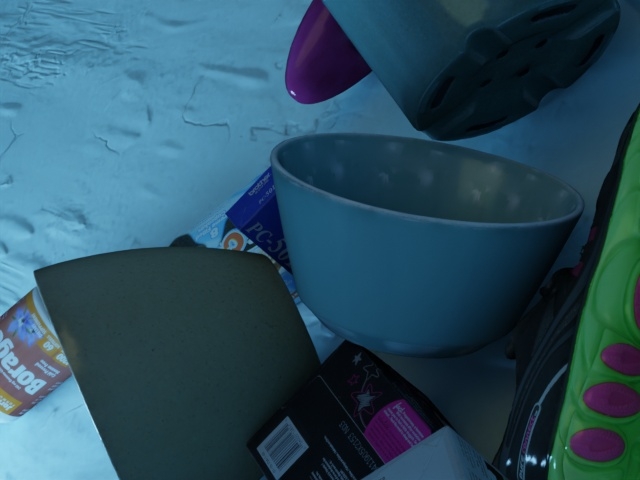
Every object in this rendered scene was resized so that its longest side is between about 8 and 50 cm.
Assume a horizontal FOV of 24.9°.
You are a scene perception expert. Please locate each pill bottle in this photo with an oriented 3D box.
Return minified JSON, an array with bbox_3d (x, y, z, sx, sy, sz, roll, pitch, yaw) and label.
[{"bbox_3d":[-0.403,0.163,1.911,0.216,0.121,0.121,-39,38,12],"label":"pill bottle"}]

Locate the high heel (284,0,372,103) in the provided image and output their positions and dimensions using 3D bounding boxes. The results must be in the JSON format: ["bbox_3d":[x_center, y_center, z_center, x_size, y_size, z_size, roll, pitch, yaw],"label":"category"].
[{"bbox_3d":[0.111,-0.311,1.807,0.377,0.127,0.181,-51,27,-9],"label":"high heel"}]

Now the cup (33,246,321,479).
[{"bbox_3d":[-0.133,0.137,1.553,0.237,0.331,0.331,-24,38,-8],"label":"cup"}]

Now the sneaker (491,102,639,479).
[{"bbox_3d":[0.265,0.044,1.307,0.202,0.185,0.483,-23,30,52],"label":"sneaker"}]

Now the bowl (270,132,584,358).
[{"bbox_3d":[0.095,0.010,1.441,0.311,0.311,0.163,31,119,52],"label":"bowl"}]

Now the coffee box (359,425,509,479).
[{"bbox_3d":[0.127,0.297,1.131,0.168,0.297,0.119,-36,36,17],"label":"coffee box"}]

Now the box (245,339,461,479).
[{"bbox_3d":[0.065,0.238,1.373,0.163,0.142,0.247,-47,35,4],"label":"box"}]

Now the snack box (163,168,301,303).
[{"bbox_3d":[-0.155,0.071,1.798,0.322,0.060,0.187,-36,39,15],"label":"snack box"}]

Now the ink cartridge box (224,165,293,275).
[{"bbox_3d":[0.000,0.000,1.587,0.097,0.207,0.046,-45,37,3],"label":"ink cartridge box"}]

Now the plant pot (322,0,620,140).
[{"bbox_3d":[0.136,-0.312,1.593,0.341,0.341,0.334,-34,68,17],"label":"plant pot"}]
